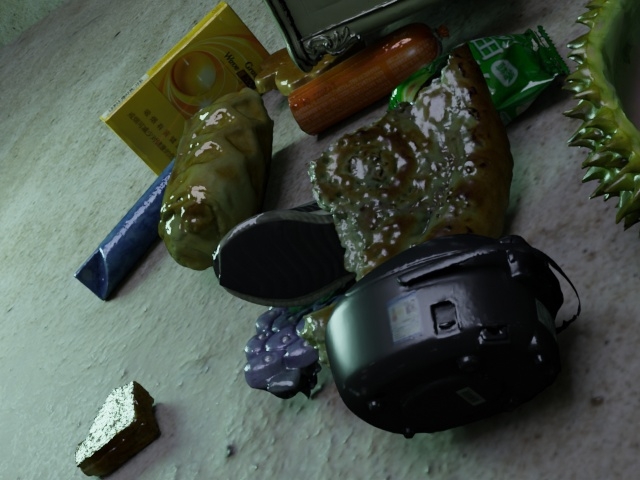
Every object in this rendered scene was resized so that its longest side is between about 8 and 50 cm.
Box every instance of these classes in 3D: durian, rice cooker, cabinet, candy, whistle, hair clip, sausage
[{"bbox_3d":[0.296,-0.128,0.780,0.169,0.158,0.352,-2,43,34],"label":"durian"},{"bbox_3d":[0.100,0.075,0.750,0.203,0.142,0.118,-28,44,25],"label":"rice cooker"},{"bbox_3d":[0.097,-0.412,1.254,0.318,0.227,0.290,-18,21,25],"label":"cabinet"},{"bbox_3d":[0.170,-0.166,1.064,0.203,0.078,0.141,-23,43,10],"label":"candy"},{"bbox_3d":[-0.246,-0.045,1.426,0.304,0.062,0.062,-53,30,-19],"label":"whistle"},{"bbox_3d":[-0.010,0.090,0.974,0.124,0.052,0.195,-11,31,19],"label":"hair clip"},{"bbox_3d":[0.068,-0.219,1.265,0.234,0.071,0.071,-26,32,26],"label":"sausage"}]

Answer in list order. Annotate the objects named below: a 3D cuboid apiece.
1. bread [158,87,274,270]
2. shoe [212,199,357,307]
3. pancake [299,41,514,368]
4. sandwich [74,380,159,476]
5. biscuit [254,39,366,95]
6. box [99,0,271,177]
[{"bbox_3d":[-0.134,-0.075,1.256,0.267,0.130,0.152,-83,9,-50],"label":"bread"},{"bbox_3d":[0.000,0.000,0.987,0.228,0.099,0.112,-16,10,-8],"label":"shoe"},{"bbox_3d":[0.079,-0.048,0.910,0.197,0.054,0.376,15,59,12],"label":"pancake"},{"bbox_3d":[-0.231,0.213,1.078,0.105,0.036,0.093,-41,29,5],"label":"sandwich"},{"bbox_3d":[-0.009,-0.268,1.440,0.184,0.035,0.249,-32,23,-5],"label":"biscuit"},{"bbox_3d":[-0.201,-0.233,1.533,0.269,0.152,0.043,-45,31,-3],"label":"box"}]
